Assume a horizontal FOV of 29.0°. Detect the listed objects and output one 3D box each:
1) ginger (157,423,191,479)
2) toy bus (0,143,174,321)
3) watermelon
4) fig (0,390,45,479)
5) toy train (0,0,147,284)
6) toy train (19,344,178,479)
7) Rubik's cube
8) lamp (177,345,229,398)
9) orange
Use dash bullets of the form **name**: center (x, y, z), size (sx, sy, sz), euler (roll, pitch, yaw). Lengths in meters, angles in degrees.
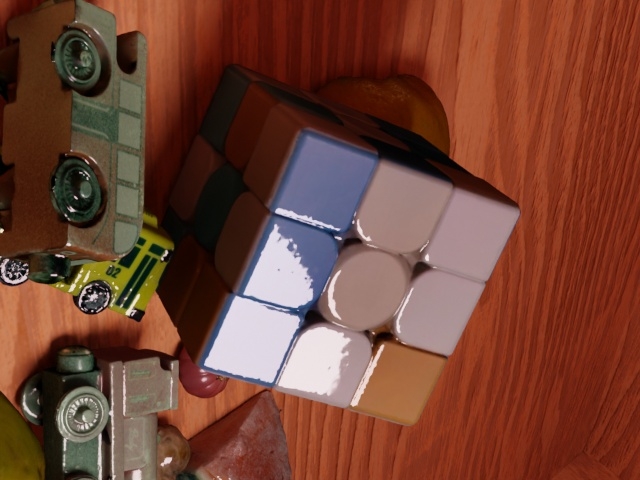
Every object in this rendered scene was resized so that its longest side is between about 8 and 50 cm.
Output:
- **ginger**: center (-0.338, 0.427, 2.046), size (0.304, 0.155, 0.244), euler (-23, 133, -52)
- **toy bus**: center (-0.316, -0.007, 1.553), size (0.262, 0.128, 0.150), euler (27, 98, -42)
- **watermelon**: center (-0.188, 0.439, 2.288), size (0.251, 0.292, 0.283), euler (-22, 129, 24)
- **fig**: center (-0.510, 0.278, 1.492), size (0.343, 0.343, 0.343), euler (-34, 146, -27)
- **toy train**: center (-0.283, -0.108, 1.402), size (0.159, 0.129, 0.326), euler (15, 70, -52)
- **toy train**: center (-0.323, 0.301, 1.837), size (0.222, 0.150, 0.304), euler (-3, 98, -40)
- **Rubik's cube**: center (0.000, 0.000, 1.693), size (0.347, 0.346, 0.344), euler (17, 105, -27)
- **lamp**: center (-0.190, 0.207, 2.043), size (0.107, 0.092, 0.107), euler (0, 90, -66)
- **orange**: center (0.087, -0.137, 1.992), size (0.335, 0.196, 0.262), euler (-2, 111, -44)
